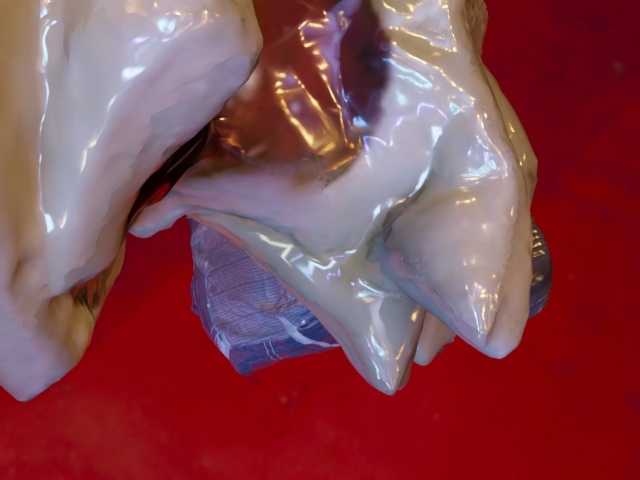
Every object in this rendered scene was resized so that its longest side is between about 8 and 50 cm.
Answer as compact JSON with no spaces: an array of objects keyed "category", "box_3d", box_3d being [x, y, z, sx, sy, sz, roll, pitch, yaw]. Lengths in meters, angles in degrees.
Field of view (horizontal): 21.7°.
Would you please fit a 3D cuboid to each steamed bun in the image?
[{"category":"steamed bun","box_3d":[-0.019,-0.093,0.515,0.189,0.247,0.428,5,38,1]}]

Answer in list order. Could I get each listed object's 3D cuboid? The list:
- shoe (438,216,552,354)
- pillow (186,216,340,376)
[{"category":"shoe","box_3d":[0.107,0.042,1.431,0.109,0.149,0.293,-18,26,-22]},{"category":"pillow","box_3d":[0.000,0.000,1.181,0.092,0.335,0.162,15,67,-33]}]
